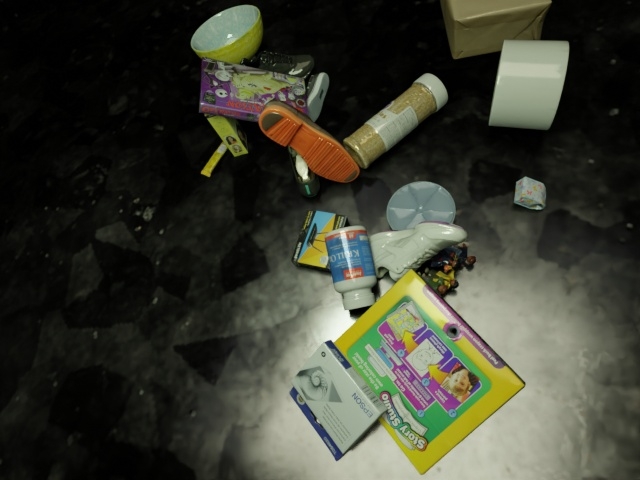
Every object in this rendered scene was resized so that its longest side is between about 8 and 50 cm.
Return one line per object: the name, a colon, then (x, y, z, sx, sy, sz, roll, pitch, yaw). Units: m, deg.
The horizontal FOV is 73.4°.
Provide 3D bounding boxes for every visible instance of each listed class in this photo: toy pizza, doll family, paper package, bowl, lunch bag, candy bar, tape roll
toy pizza: (0.301, -0.086, 1.291, 0.201, 0.032, 0.201, -6, 65, 13)
doll family: (0.348, 0.079, 1.182, 0.111, 0.076, 0.193, 20, 76, 39)
paper package: (0.581, -0.823, 1.468, 0.309, 0.168, 0.325, -6, 65, 12)
bowl: (-0.335, -0.758, 1.669, 0.289, 0.156, 0.289, -12, 52, 15)
lunch bag: (0.600, -0.130, 1.222, 0.083, 0.053, 0.071, 17, 70, -6)
candy bar: (-0.378, -0.303, 1.568, 0.040, 0.018, 0.161, 26, 75, 19)
tape roll: (0.601, -0.454, 1.258, 0.169, 0.246, 0.246, 11, 70, 18)

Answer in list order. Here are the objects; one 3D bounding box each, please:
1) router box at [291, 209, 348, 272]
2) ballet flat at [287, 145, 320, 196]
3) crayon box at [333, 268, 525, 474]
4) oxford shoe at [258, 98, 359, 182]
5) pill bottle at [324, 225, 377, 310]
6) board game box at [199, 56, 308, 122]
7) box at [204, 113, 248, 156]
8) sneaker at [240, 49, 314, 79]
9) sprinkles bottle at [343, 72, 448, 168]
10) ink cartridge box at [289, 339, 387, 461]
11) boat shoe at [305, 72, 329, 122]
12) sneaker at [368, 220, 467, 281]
router box: (0.000, 0.000, 1.322, 0.133, 0.046, 0.179, 10, 70, 17)
ballet flat: (-0.058, -0.278, 1.432, 0.095, 0.096, 0.280, -19, 63, 6)
crayon box: (0.244, 0.309, 1.058, 0.313, 0.106, 0.363, -46, 63, 9)
oxford shoe: (-0.019, -0.319, 1.345, 0.130, 0.363, 0.133, -38, 29, 34)
pill bottle: (0.090, 0.079, 1.208, 0.124, 0.124, 0.221, -14, 80, 8)
board game box: (-0.214, -0.477, 1.402, 0.346, 0.056, 0.208, 4, 65, -21)
box: (-0.319, -0.391, 1.471, 0.058, 0.232, 0.087, -14, 65, 9)
sneaker: (-0.166, -0.648, 1.604, 0.286, 0.130, 0.109, -12, 62, 8)
sprinkles bottle: (0.242, -0.384, 1.387, 0.355, 0.121, 0.121, -40, 63, -5)
ink cartridge box: (0.024, 0.406, 1.078, 0.223, 0.045, 0.224, 46, 115, 27)
boat shoe: (-0.038, -0.511, 1.542, 0.076, 0.080, 0.228, 8, 69, 27)
sneaker: (0.261, 0.034, 1.169, 0.305, 0.114, 0.152, -15, 68, 47)
